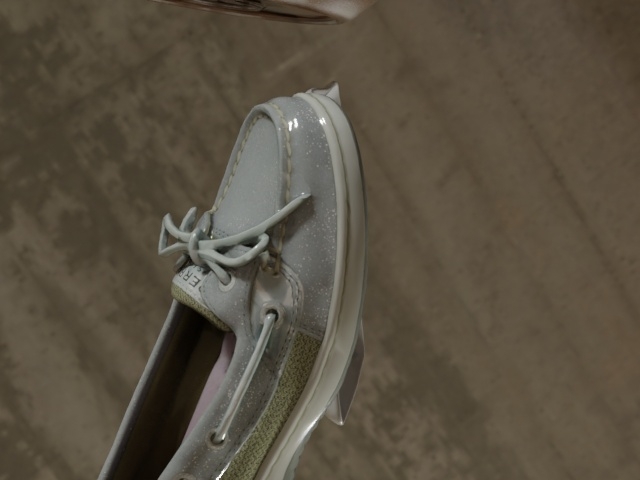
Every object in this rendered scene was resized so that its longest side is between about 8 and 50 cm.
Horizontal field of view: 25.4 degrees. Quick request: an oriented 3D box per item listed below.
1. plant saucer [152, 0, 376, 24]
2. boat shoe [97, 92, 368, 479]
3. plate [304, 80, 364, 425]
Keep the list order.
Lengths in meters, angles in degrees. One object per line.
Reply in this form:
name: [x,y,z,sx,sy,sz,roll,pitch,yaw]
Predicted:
plant saucer: [-0.091,-0.236,1.274,0.310,0.310,0.050,-158,76,-74]
boat shoe: [-0.060,0.070,0.782,0.103,0.320,0.118,12,-166,-29]
plate: [0.000,0.000,1.272,0.278,0.045,0.277,-55,-41,-80]
